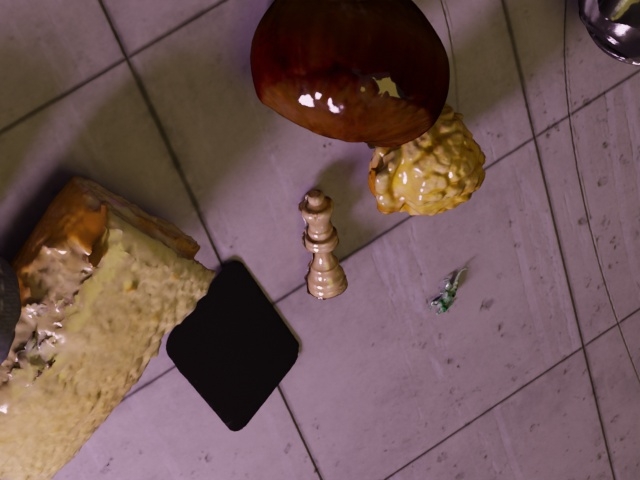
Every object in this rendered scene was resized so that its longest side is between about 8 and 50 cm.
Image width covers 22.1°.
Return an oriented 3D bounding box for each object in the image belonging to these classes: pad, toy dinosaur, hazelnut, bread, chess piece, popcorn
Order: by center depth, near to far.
[{"bbox_3d":[0.040,-0.222,2.004,0.251,0.217,0.217,11,118,-15],"label":"hazelnut"},{"bbox_3d":[-0.324,0.112,2.021,0.375,0.165,0.236,-49,141,7],"label":"bread"},{"bbox_3d":[0.137,-0.103,2.191,0.170,0.180,0.180,26,109,-8],"label":"popcorn"},{"bbox_3d":[0.000,0.001,2.250,0.060,0.060,0.172,-25,132,-18],"label":"chess piece"},{"bbox_3d":[-0.183,0.199,2.271,0.323,0.055,0.250,-37,137,-5],"label":"pad"},{"bbox_3d":[0.198,0.081,2.480,0.083,0.021,0.062,-35,144,-3],"label":"toy dinosaur"}]

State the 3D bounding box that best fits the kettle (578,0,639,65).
[{"bbox_3d":[0.486,-0.387,2.207,0.324,0.228,0.321,-56,167,21],"label":"kettle"}]

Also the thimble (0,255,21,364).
[{"bbox_3d":[-0.475,0.086,1.873,0.236,0.205,0.172,-32,137,26],"label":"thimble"}]
